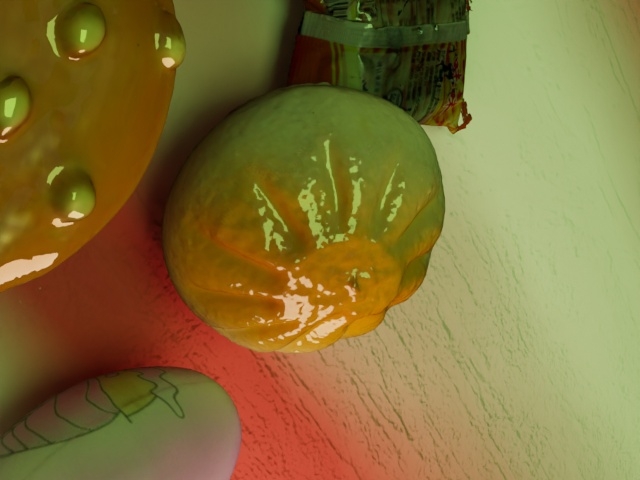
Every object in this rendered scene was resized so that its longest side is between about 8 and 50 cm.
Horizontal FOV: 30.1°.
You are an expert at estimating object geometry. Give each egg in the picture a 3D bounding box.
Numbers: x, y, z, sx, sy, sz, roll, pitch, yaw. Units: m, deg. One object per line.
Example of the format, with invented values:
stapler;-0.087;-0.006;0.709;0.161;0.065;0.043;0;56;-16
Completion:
egg;-0.196;0.220;1.127;0.271;0.196;0.196;-41;123;-21

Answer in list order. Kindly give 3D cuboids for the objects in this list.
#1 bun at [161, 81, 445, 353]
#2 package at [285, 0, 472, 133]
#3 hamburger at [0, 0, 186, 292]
bun;0.000;0.000;1.180;0.299;0.164;0.298;-13;130;-16
package;0.074;-0.208;1.270;0.288;0.108;0.223;-13;112;-37
hamburger;-0.311;-0.137;0.888;0.396;0.277;0.395;-10;107;-35
